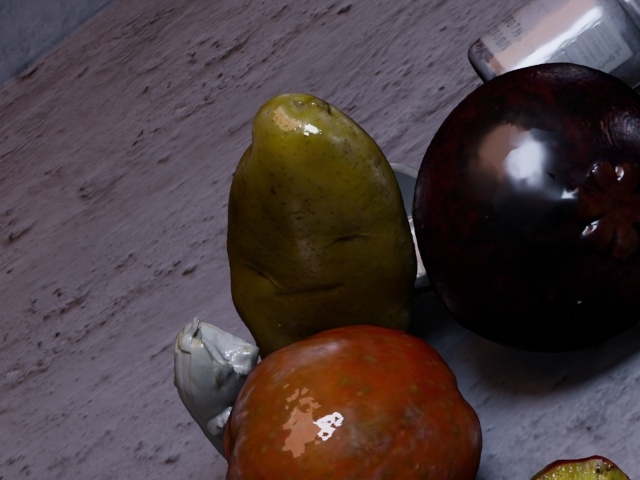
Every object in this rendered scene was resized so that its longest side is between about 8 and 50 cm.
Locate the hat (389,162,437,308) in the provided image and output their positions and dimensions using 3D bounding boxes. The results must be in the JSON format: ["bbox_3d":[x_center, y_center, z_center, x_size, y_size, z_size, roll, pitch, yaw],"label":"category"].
[{"bbox_3d":[0.074,0.033,2.349,0.275,0.161,0.232,-13,42,-2],"label":"hat"}]

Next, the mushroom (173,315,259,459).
[{"bbox_3d":[-0.090,0.184,2.185,0.096,0.278,0.099,-41,45,-16],"label":"mushroom"}]

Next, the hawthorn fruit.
[{"bbox_3d":[0.022,0.210,2.029,0.284,0.284,0.284,-28,31,19],"label":"hawthorn fruit"}]

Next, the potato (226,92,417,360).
[{"bbox_3d":[0.000,0.000,2.113,0.176,0.369,0.195,-29,48,-24],"label":"potato"}]

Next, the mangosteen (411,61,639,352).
[{"bbox_3d":[0.227,-0.033,2.113,0.307,0.307,0.347,-49,18,-18],"label":"mangosteen"}]

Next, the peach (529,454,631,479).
[{"bbox_3d":[0.246,0.284,1.846,0.127,0.092,0.172,-33,41,20],"label":"peach"}]

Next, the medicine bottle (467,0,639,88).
[{"bbox_3d":[0.328,-0.247,2.422,0.273,0.165,0.165,-37,29,3],"label":"medicine bottle"}]
